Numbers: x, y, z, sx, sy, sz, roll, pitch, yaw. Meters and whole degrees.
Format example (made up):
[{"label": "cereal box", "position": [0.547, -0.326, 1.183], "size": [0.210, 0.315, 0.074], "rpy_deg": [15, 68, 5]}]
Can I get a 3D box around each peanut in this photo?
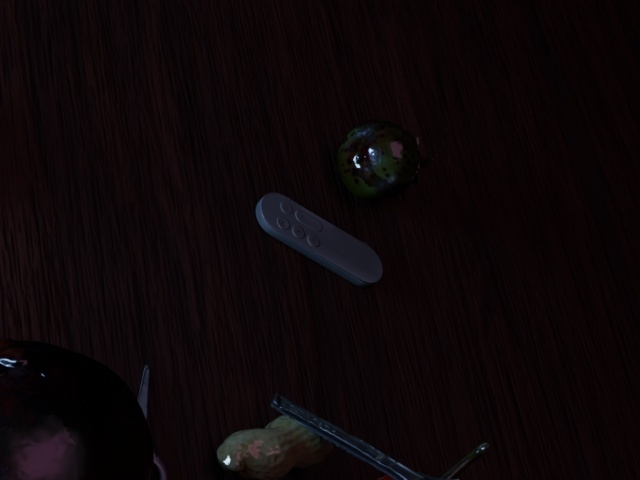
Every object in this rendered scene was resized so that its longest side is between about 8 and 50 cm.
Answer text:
[{"label": "peanut", "position": [-0.061, 0.284, 1.593], "size": [0.187, 0.082, 0.082], "rpy_deg": [-13, 72, -44]}]

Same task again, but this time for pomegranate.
[{"label": "pomegranate", "position": [0.113, -0.130, 1.974], "size": [0.169, 0.148, 0.148], "rpy_deg": [12, 56, -34]}]

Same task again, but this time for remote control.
[{"label": "remote control", "position": [0.000, 0.000, 1.874], "size": [0.245, 0.022, 0.077], "rpy_deg": [30, 49, -22]}]

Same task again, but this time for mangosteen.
[{"label": "mangosteen", "position": [-0.318, 0.277, 1.239], "size": [0.307, 0.307, 0.346], "rpy_deg": [-35, 120, -48]}]

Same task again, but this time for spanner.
[{"label": "spanner", "position": [0.073, 0.290, 1.565], "size": [0.325, 0.026, 0.093], "rpy_deg": [29, 25, 15]}]

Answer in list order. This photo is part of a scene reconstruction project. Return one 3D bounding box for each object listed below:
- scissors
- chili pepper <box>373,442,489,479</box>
[{"label": "scissors", "position": [-0.236, 0.243, 1.512], "size": [0.100, 0.015, 0.189], "rpy_deg": [24, 49, -25]}, {"label": "chili pepper", "position": [0.096, 0.389, 1.612], "size": [0.338, 0.134, 0.131], "rpy_deg": [-9, 80, -39]}]
